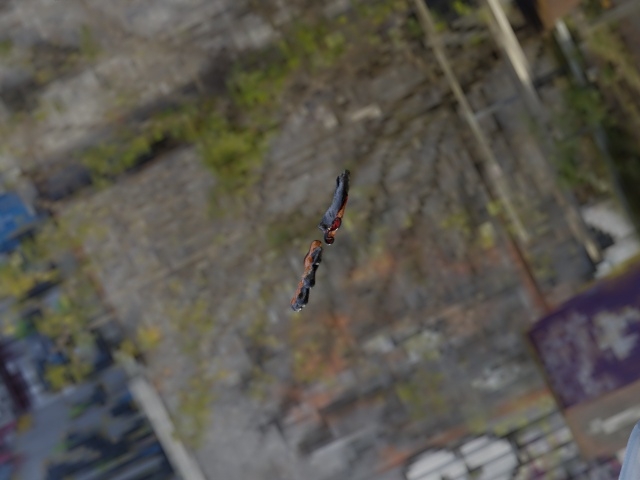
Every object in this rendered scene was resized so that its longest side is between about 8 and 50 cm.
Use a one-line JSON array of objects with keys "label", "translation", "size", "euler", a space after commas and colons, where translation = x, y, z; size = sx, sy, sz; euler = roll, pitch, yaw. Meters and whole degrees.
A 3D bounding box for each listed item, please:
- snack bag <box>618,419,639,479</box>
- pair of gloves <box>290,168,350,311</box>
[{"label": "snack bag", "translation": [0.273, 0.255, 0.940], "size": [0.037, 0.343, 0.323], "euler": [-127, 51, -69]}, {"label": "pair of gloves", "translation": [0.000, 0.000, 1.059], "size": [0.010, 0.083, 0.074], "euler": [21, -154, -4]}]
